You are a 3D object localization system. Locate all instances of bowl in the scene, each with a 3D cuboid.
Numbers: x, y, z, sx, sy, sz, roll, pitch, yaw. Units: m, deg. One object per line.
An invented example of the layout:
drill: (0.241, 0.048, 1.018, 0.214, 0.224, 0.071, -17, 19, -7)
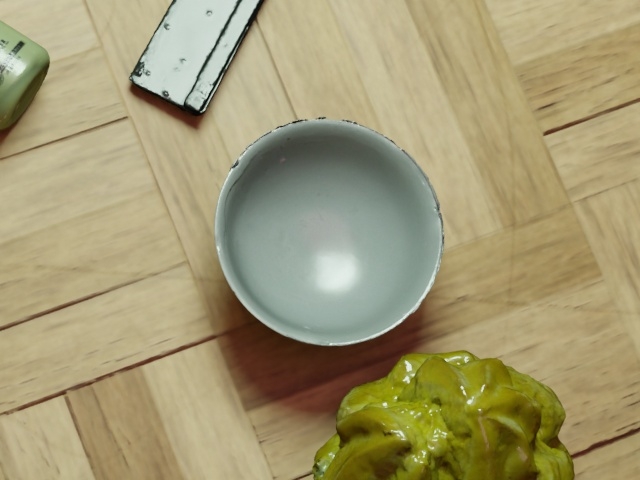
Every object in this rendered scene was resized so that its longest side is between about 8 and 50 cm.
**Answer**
bowl: (0.000, 0.000, 1.544, 0.189, 0.086, 0.189, 3, 77, -11)

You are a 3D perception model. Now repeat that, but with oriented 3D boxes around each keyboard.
keyboard: (-0.082, -0.214, 1.616, 0.072, 0.023, 0.231, 25, 73, 4)

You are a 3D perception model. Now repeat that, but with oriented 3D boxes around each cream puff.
cream puff: (0.099, 0.166, 1.477, 0.221, 0.195, 0.195, -21, 81, -17)

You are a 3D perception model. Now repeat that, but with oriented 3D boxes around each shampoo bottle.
shampoo bottle: (-0.305, -0.162, 1.534, 0.162, 0.079, 0.079, 33, 73, -1)
